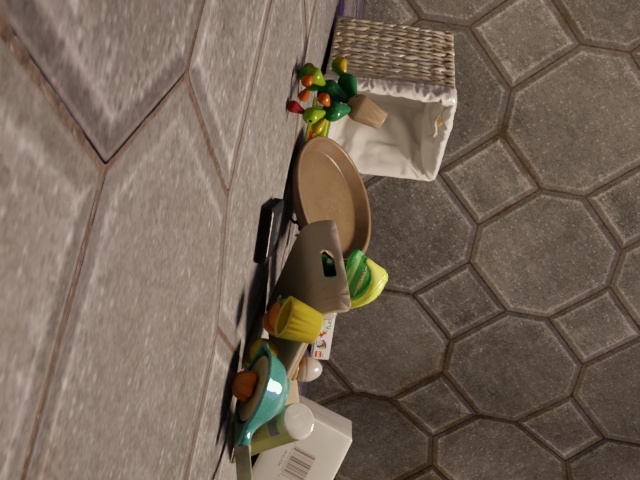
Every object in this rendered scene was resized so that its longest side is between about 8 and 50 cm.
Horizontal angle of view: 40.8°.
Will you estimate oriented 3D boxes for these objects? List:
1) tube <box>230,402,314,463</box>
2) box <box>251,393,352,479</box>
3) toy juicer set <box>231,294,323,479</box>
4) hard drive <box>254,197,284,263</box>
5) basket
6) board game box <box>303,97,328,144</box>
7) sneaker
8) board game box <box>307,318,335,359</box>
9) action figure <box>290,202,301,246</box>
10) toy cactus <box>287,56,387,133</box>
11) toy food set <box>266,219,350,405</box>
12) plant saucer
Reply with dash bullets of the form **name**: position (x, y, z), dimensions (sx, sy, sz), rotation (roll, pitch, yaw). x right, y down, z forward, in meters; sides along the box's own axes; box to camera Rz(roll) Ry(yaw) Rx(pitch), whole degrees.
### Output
- **tube**: position (-0.095, 0.331, 1.503), dimensions (0.070, 0.062, 0.240), rotation (-31, 180, -37)
- **box**: position (-0.046, 0.495, 1.995), dimensions (0.215, 0.168, 0.345), rotation (-63, 175, -5)
- **toy juicer set**: position (-0.113, 0.238, 1.432), dimensions (0.329, 0.089, 0.209), rotation (-68, -162, 0)
- **hard drive**: position (-0.086, -0.018, 1.463), dimensions (0.135, 0.022, 0.094), rotation (-63, 163, -80)
- **basket**: position (0.168, -0.360, 2.192), dimensions (0.328, 0.331, 0.267), rotation (96, 3, -56)
- **board game box**: position (-0.011, -0.226, 1.970), dimensions (0.092, 0.043, 0.181), rotation (95, 6, -62)
- **sneaker**: position (0.003, 0.091, 1.741), dimensions (0.295, 0.123, 0.109), rotation (-27, -164, 37)
- **board game box**: position (-0.015, 0.179, 2.354), dimensions (0.305, 0.053, 0.193), rotation (-126, -137, -72)
- **action figure**: position (0.000, 0.000, 1.911), dimensions (0.164, 0.141, 0.276), rotation (-5, 112, -56)
- **toy cactus**: position (0.032, -0.254, 1.576), dimensions (0.112, 0.180, 0.219), rotation (-59, -176, 31)
- **toy food set**: position (-0.020, 0.140, 1.587), dimensions (0.220, 0.092, 0.306), rotation (-99, -155, -45)
- **plant saucer**: position (0.020, -0.082, 1.808), dimensions (0.278, 0.041, 0.278), rotation (31, 51, -48)
